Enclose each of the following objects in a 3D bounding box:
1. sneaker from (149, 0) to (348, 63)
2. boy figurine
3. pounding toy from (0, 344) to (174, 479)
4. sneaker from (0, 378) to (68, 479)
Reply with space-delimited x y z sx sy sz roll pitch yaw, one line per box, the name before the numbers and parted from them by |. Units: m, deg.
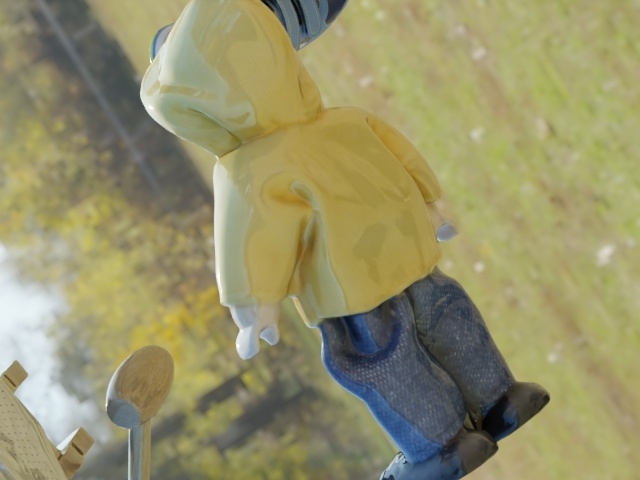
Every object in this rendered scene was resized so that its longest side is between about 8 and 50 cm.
sneaker | -0.029 -0.129 1.162 0.059 0.144 0.053 -3 118 59
boy figurine | 0.000 0.000 1.035 0.092 0.177 0.285 -33 94 45
pounding toy | -0.201 0.182 1.269 0.155 0.269 0.154 46 -154 -5
sneaker | -0.108 0.100 0.609 0.292 0.108 0.169 -108 22 -46
